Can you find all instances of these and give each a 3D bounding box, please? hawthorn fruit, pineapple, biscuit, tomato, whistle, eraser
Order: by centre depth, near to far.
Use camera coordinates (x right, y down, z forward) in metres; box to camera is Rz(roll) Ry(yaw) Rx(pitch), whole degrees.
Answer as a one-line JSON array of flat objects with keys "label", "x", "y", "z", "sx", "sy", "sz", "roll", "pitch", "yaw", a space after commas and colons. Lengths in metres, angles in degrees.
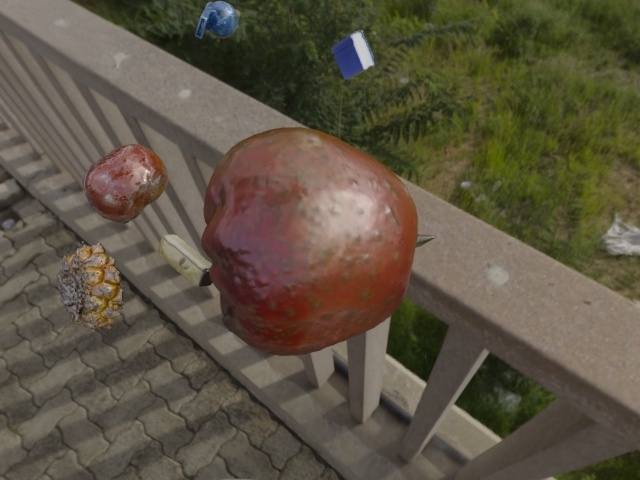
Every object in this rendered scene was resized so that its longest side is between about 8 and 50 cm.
[{"label": "hawthorn fruit", "x": 0.000, "y": 0.000, "z": 0.828, "sx": 0.404, "sy": 0.402, "sz": 0.402, "roll": -2, "pitch": 58, "yaw": 3}, {"label": "eraser", "x": 0.057, "y": -0.325, "z": 0.844, "sx": 0.027, "sy": 0.063, "sz": 0.085, "roll": -29, "pitch": 15, "yaw": -15}, {"label": "pineapple", "x": -0.520, "y": 0.106, "z": 1.062, "sx": 0.225, "sy": 0.224, "sz": 0.076, "roll": 39, "pitch": 27, "yaw": 25}, {"label": "biscuit", "x": -0.318, "y": 0.045, "z": 1.138, "sx": 0.188, "sy": 0.056, "sz": 0.052, "roll": 31, "pitch": 22, "yaw": 34}, {"label": "whistle", "x": -0.243, "y": -0.526, "z": 1.158, "sx": 0.091, "sy": 0.090, "sz": 0.157, "roll": -3, "pitch": 44, "yaw": 3}, {"label": "tomato", "x": -0.483, "y": -0.154, "z": 1.253, "sx": 0.155, "sy": 0.180, "sz": 0.213, "roll": -4, "pitch": 48, "yaw": 31}]

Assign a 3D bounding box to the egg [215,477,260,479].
[{"label": "egg", "x": -0.074, "y": 0.465, "z": 0.631, "sx": 0.352, "sy": 0.258, "sz": 0.258, "roll": 35, "pitch": 63, "yaw": -9}]
